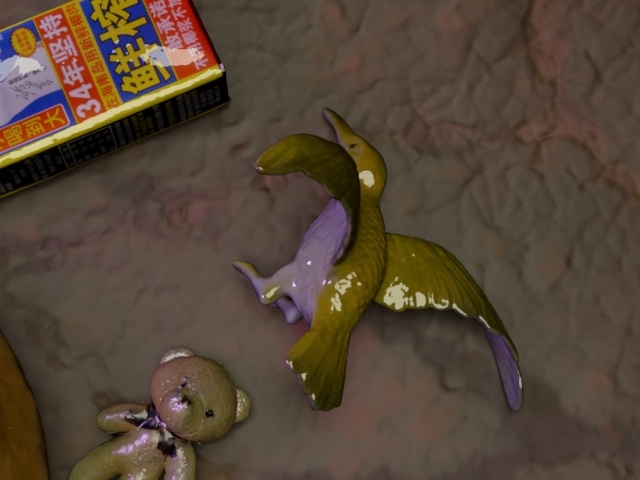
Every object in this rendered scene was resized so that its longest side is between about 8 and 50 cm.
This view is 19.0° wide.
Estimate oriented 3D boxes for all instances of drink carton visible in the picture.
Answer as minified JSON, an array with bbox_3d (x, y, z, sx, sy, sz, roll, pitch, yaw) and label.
[{"bbox_3d":[-0.135,-0.074,0.970,0.165,0.056,0.071,-23,74,-5],"label":"drink carton"}]

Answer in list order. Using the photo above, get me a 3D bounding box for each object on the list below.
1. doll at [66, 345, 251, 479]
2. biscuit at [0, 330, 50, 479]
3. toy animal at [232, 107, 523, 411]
[{"bbox_3d":[-0.080,0.100,0.959,0.061,0.051,0.093,45,112,4],"label":"doll"},{"bbox_3d":[-0.273,0.116,0.894,0.296,0.102,0.296,3,73,-10],"label":"biscuit"},{"bbox_3d":[0.000,0.000,0.948,0.095,0.219,0.155,-39,46,10],"label":"toy animal"}]
